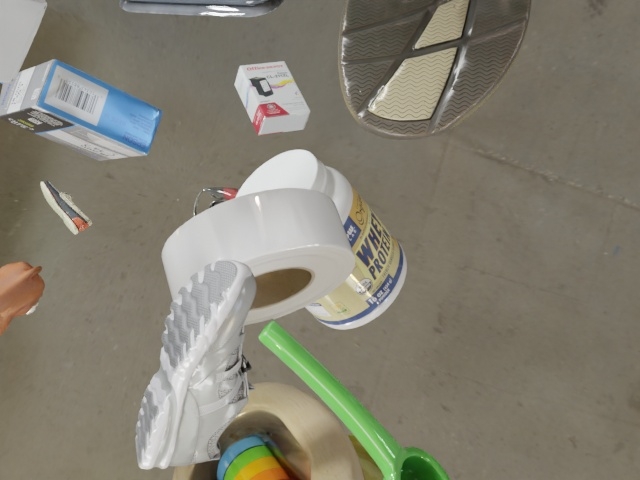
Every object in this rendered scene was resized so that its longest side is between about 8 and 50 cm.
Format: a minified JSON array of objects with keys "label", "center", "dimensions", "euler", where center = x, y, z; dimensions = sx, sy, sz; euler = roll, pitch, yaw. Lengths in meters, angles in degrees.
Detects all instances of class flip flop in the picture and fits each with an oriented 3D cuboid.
[{"label":"flip flop","center":[0.078,-0.182,0.514],"dimensions":[0.112,0.080,0.277],"euler":[6,66,5]}]

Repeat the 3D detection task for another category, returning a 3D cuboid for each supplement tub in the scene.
[{"label":"supplement tub","center":[0.000,0.000,1.488],"dimensions":[0.228,0.228,0.316],"euler":[-47,127,-5]}]

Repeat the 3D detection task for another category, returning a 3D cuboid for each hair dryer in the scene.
[{"label":"hair dryer","center":[-0.131,-0.081,1.699],"dimensions":[0.223,0.080,0.293],"euler":[40,114,-13]}]

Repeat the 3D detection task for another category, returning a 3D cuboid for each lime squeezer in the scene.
[{"label":"lime squeezer","center":[0.050,0.180,0.511],"dimensions":[0.059,0.110,0.310],"euler":[-40,127,-40]}]

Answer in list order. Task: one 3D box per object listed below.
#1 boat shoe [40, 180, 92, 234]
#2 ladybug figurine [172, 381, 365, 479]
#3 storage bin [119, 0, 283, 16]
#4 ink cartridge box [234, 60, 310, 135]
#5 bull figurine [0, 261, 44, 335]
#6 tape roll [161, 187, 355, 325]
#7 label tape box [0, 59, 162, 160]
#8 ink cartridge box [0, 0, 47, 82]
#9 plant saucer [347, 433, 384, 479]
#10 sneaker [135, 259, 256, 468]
[{"label":"boat shoe","center":[-0.538,-0.075,1.633],"dimensions":[0.043,0.049,0.137],"euler":[-37,82,-28]},{"label":"ladybug figurine","center":[-0.069,0.385,1.152],"dimensions":[0.305,0.449,0.162],"euler":[-42,122,-2]},{"label":"storage bin","center":[-0.086,-0.225,0.547],"dimensions":[0.135,0.091,0.098],"euler":[10,52,22]},{"label":"ink cartridge box","center":[-0.121,-0.354,1.919],"dimensions":[0.127,0.072,0.175],"euler":[-13,62,-26]},{"label":"bull figurine","center":[-0.602,0.143,1.299],"dimensions":[0.310,0.188,0.101],"euler":[-33,91,-26]},{"label":"tape roll","center":[-0.093,0.035,1.188],"dimensions":[0.286,0.286,0.100],"euler":[-17,67,-9]},{"label":"label tape box","center":[-0.518,-0.255,1.596],"dimensions":[0.241,0.334,0.106],"euler":[23,77,-38]},{"label":"ink cartridge box","center":[-0.464,-0.309,0.844],"dimensions":[0.278,0.201,0.117],"euler":[49,119,24]},{"label":"plant saucer","center":[0.038,0.452,1.338],"dimensions":[0.241,0.037,0.241],"euler":[1,50,-1]},{"label":"sneaker","center":[-0.125,0.144,0.895],"dimensions":[0.115,0.105,0.281],"euler":[12,118,-27]}]
